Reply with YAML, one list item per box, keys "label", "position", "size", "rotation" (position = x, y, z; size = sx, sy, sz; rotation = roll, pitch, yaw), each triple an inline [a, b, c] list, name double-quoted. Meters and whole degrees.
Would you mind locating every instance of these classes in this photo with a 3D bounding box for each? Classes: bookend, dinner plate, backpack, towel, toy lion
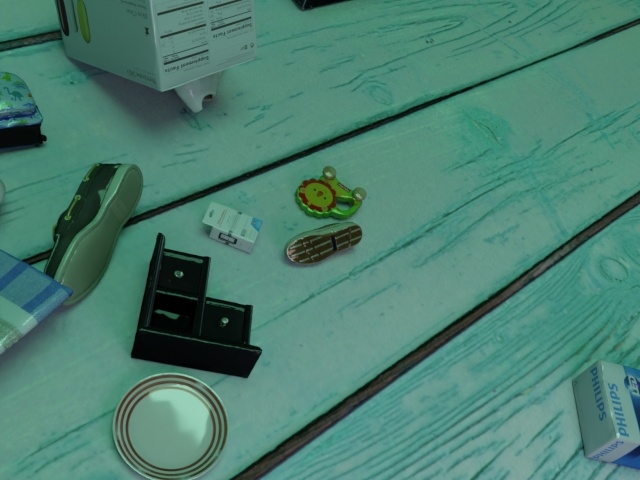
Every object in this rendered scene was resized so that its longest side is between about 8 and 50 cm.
- label: "bookend"
  position: [-0.157, 0.087, 0.974]
  size: [0.157, 0.072, 0.156]
  rotation: [14, 49, -14]
- label: "dinner plate"
  position: [-0.181, 0.227, 0.888]
  size: [0.141, 0.017, 0.141]
  rotation: [13, 49, -15]
- label: "backpack"
  position: [-0.466, -0.195, 1.057]
  size: [0.105, 0.084, 0.114]
  rotation: [-17, 59, -36]
- label: "towel"
  position: [-0.456, 0.096, 0.822]
  size: [0.209, 0.034, 0.285]
  rotation: [25, 44, 21]
- label: "toy lion"
  position: [0.013, -0.070, 1.205]
  size: [0.100, 0.034, 0.096]
  rotation: [35, 55, 5]

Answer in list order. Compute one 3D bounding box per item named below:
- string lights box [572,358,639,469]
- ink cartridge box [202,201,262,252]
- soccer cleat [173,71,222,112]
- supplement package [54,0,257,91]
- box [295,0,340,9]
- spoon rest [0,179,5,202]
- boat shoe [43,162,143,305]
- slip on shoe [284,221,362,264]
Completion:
- label: "string lights box"
  position: [0.526, 0.281, 1.114]
  size: [0.260, 0.076, 0.133]
  rotation: [16, 48, -11]
- label: "ink cartridge box"
  position: [-0.135, -0.020, 1.098]
  size: [0.083, 0.028, 0.048]
  rotation: [22, 48, -6]
- label: "soccer cleat"
  position: [-0.202, -0.285, 1.266]
  size: [0.076, 0.068, 0.196]
  rotation: [65, 25, -25]
- label: "supplement package"
  position: [-0.265, -0.362, 1.172]
  size: [0.262, 0.145, 0.204]
  rotation: [24, 41, 35]
- label: "box"
  position: [0.003, -0.686, 1.594]
  size: [0.296, 0.182, 0.294]
  rotation: [-26, 66, -37]
- label: "spoon rest"
  position: [-0.487, -0.026, 0.891]
  size: [0.137, 0.084, 0.276]
  rotation: [6, 27, -1]
- label: "boat shoe"
  position: [-0.317, -0.014, 0.985]
  size: [0.069, 0.081, 0.227]
  rotation: [9, 54, 16]
- label: "slip on shoe"
  position: [0.000, 0.000, 1.136]
  size: [0.135, 0.051, 0.041]
  rotation: [-21, 24, -26]
